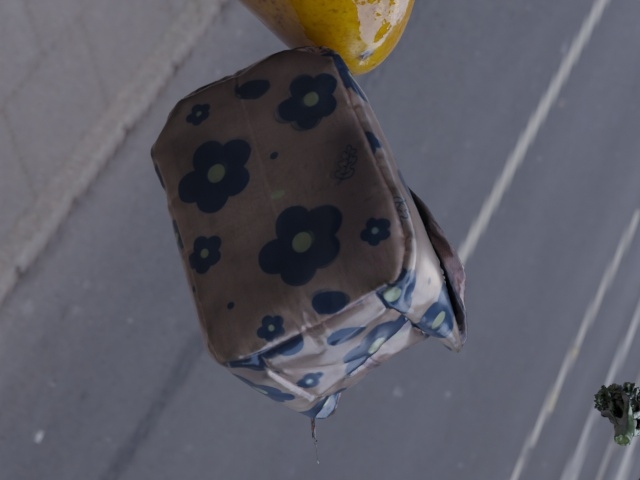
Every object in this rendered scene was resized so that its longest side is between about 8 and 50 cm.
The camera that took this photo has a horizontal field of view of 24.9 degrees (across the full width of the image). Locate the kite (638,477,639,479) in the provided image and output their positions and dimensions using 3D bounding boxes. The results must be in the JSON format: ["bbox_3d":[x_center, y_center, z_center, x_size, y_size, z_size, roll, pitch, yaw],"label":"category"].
[{"bbox_3d":[0.417,0.207,1.380,0.323,0.268,0.013,-103,173,-45],"label":"kite"}]

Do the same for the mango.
[{"bbox_3d":[-0.019,-0.258,1.144,0.160,0.191,0.290,-48,116,-31],"label":"mango"}]

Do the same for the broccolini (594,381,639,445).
[{"bbox_3d":[0.436,0.243,2.052,0.068,0.091,0.202,-61,178,7],"label":"broccolini"}]

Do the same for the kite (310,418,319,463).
[{"bbox_3d":[-0.012,0.160,1.673,0.183,0.010,0.160,-108,-167,-76],"label":"kite"}]

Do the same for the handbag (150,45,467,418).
[{"bbox_3d":[0.000,0.000,1.138,0.193,0.190,0.251,49,19,-56],"label":"handbag"}]
